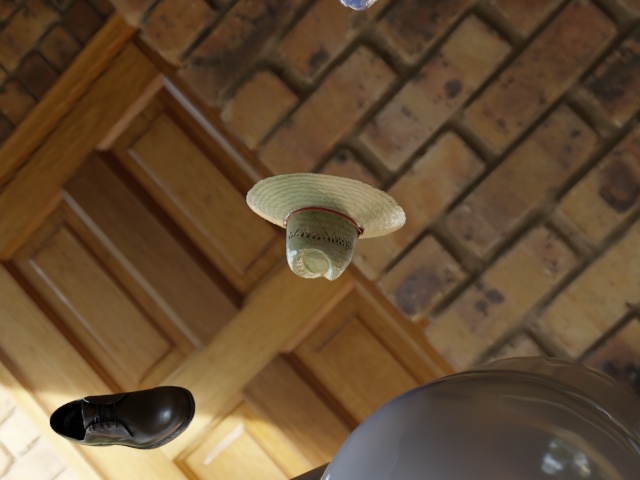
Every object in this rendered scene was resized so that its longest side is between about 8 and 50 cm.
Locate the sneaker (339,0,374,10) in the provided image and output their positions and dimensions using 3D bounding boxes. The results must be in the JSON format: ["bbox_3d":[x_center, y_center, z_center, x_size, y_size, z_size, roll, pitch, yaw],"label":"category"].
[{"bbox_3d":[0.149,-0.347,1.221,0.296,0.131,0.112,-38,12,27],"label":"sneaker"}]

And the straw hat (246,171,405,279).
[{"bbox_3d":[0.000,0.000,0.877,0.144,0.144,0.061,108,170,-70],"label":"straw hat"}]

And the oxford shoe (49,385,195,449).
[{"bbox_3d":[-0.273,0.244,1.447,0.227,0.083,0.096,-16,-20,25],"label":"oxford shoe"}]

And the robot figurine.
[{"bbox_3d":[0.112,0.172,0.620,0.299,0.200,0.353,-1,-3,19],"label":"robot figurine"}]
